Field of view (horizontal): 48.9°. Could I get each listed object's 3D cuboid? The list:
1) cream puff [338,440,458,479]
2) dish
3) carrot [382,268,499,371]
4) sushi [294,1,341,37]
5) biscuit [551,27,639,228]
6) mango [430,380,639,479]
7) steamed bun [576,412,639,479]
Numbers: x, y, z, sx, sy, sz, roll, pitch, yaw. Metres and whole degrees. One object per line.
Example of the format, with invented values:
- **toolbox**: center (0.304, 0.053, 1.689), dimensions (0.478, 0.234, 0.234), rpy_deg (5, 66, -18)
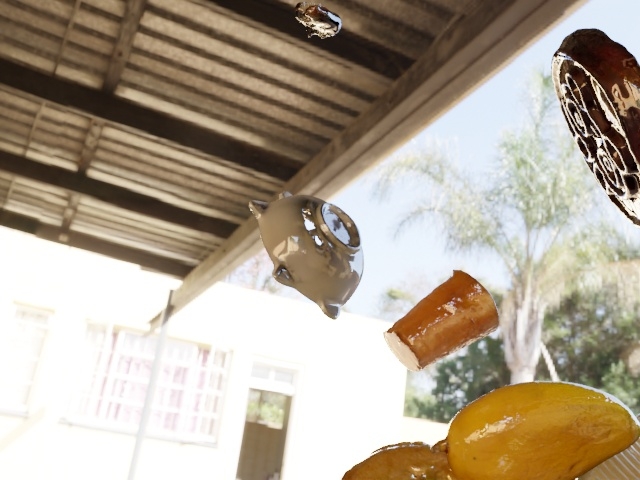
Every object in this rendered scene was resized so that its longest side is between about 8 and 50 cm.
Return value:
- **cream puff**: center (0.160, 0.491, 1.117), dimensions (0.327, 0.343, 0.231), rpy_deg (-13, -52, -27)
- **dish**: center (0.000, 0.000, 1.110), dimensions (0.086, 0.236, 0.228), rpy_deg (-40, -12, 27)
- **carrot**: center (0.310, 0.218, 1.841), dimensions (0.254, 0.196, 0.196), rpy_deg (-31, -12, -18)
- **sushi**: center (0.000, -0.329, 1.056), dimensions (0.046, 0.044, 0.083), rpy_deg (15, 3, 32)
- **biscuit**: center (0.545, -0.198, 1.314), dimensions (0.091, 0.407, 0.407), rpy_deg (-28, -31, 9)
- **mango**: center (0.323, 0.296, 1.052), dimensions (0.317, 0.176, 0.119), rpy_deg (-11, 12, 0)
- **steamed bun**: center (0.562, 0.498, 1.221), dimensions (0.247, 0.384, 0.236), rpy_deg (26, -51, 33)
